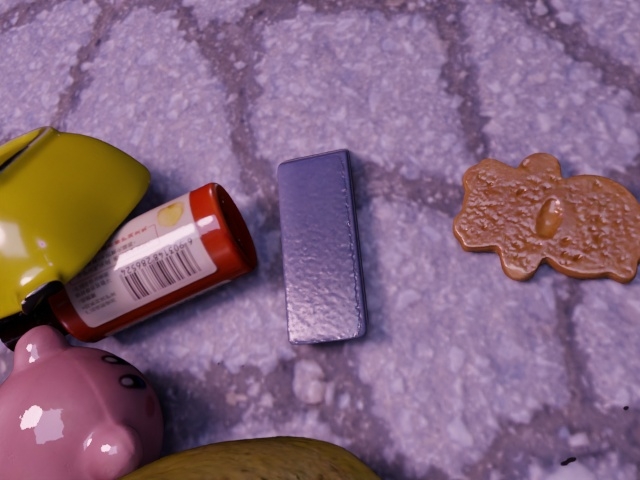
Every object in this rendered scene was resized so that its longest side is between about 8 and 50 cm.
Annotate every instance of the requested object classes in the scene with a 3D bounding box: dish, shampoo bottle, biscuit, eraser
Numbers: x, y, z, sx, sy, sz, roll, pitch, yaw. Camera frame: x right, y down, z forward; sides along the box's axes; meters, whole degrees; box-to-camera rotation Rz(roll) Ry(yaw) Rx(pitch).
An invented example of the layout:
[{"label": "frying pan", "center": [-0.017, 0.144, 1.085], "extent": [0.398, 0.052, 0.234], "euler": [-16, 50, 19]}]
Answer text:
[{"label": "dish", "center": [-0.314, -0.033, 0.646], "extent": [0.221, 0.108, 0.262], "euler": [-17, 32, 22]}, {"label": "shampoo bottle", "center": [-0.212, 0.041, 0.662], "extent": [0.278, 0.104, 0.104], "euler": [-25, 66, 5]}, {"label": "biscuit", "center": [0.224, -0.024, 0.613], "extent": [0.184, 0.027, 0.133], "euler": [0, 70, 13]}, {"label": "eraser", "center": [0.000, 0.000, 0.658], "extent": [0.082, 0.036, 0.225], "euler": [-10, 68, 11]}]

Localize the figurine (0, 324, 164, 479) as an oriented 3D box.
[{"label": "figurine", "center": [-0.231, 0.180, 0.583], "extent": [0.173, 0.173, 0.173], "euler": [-5, 69, 13]}]

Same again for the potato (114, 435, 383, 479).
[{"label": "potato", "center": [-0.137, 0.257, 0.444], "extent": [0.330, 0.280, 0.213], "euler": [-47, 50, 12]}]
